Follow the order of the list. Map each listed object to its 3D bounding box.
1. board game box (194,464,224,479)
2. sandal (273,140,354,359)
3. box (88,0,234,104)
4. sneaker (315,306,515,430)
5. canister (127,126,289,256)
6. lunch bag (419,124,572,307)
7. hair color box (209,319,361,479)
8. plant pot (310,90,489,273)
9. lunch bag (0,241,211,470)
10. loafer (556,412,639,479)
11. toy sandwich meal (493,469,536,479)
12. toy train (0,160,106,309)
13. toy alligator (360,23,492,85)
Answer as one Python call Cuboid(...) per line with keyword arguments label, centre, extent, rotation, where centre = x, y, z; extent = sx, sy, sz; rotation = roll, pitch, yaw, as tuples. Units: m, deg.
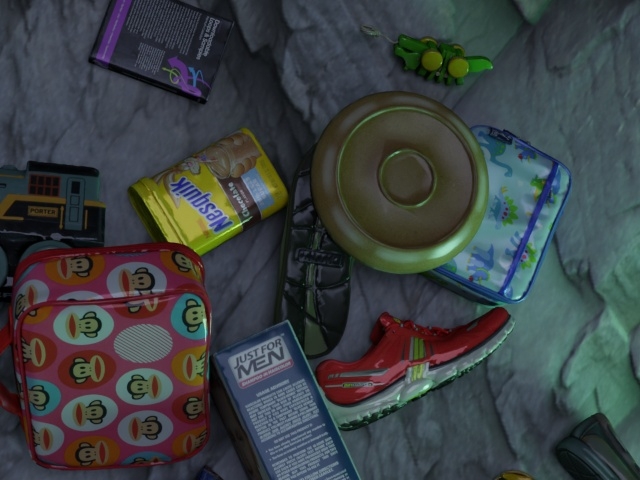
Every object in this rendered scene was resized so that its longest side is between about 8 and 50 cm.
Cuboid(label="board game box", centre=(-0.116, 0.319, 1.778), extent=(0.090, 0.090, 0.020), rotation=(41, 96, -4))
Cuboid(label="sandal", centre=(-0.002, 0.001, 1.868), extent=(0.120, 0.086, 0.302), rotation=(17, 87, -13))
Cuboid(label="box", centre=(-0.205, -0.257, 1.892), extent=(0.162, 0.029, 0.116), rotation=(20, 77, -8))
Cuboid(label="sneaker", centre=(0.121, 0.137, 1.862), extent=(0.279, 0.107, 0.118), rotation=(-25, 81, -17))
Cuboid(label="canister", centre=(-0.140, -0.054, 1.849), extent=(0.170, 0.073, 0.126), rotation=(-31, 89, -18))
Cuboid(label="lunch bag", centre=(0.225, -0.031, 1.923), extent=(0.176, 0.090, 0.219), rotation=(29, 76, -10))
Cuboid(label="hair color box", centre=(-0.026, 0.280, 1.762), extent=(0.105, 0.174, 0.347), rotation=(-23, 86, -15))
Cuboid(label="plant pot", centre=(0.106, -0.077, 1.837), extent=(0.236, 0.032, 0.236), rotation=(2, 81, -14))
Cuboid(label="lunch bag", centre=(-0.257, 0.142, 1.682), extent=(0.258, 0.293, 0.120), rotation=(-4, 41, -13))
Cuboid(label="loafer", centre=(0.427, 0.339, 1.903), extent=(0.267, 0.096, 0.084), rotation=(46, 68, 0))
Cuboid(label="toy sandwich meal", centre=(0.252, 0.336, 1.892), extent=(0.086, 0.029, 0.085), rotation=(2, 80, -13))
Cuboid(label="toy train", centre=(-0.409, -0.006, 1.752), extent=(0.334, 0.142, 0.190), rotation=(4, 67, -11))
Cuboid(label="toy alligator", centre=(0.136, -0.243, 1.960), extent=(0.190, 0.056, 0.051), rotation=(13, 118, -11))
